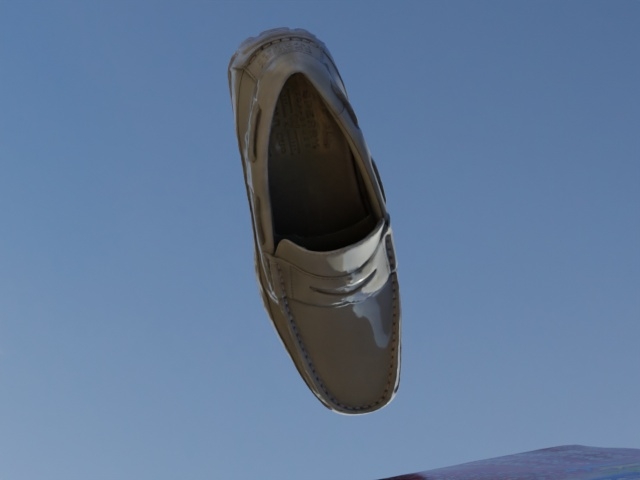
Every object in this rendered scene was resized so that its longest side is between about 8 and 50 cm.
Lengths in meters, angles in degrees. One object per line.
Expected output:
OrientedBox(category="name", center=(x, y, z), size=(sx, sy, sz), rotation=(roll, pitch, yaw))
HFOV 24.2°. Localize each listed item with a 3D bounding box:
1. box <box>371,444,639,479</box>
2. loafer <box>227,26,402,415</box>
OrientedBox(category="box", center=(0.108, 0.123, 0.370), size=(0.257, 0.123, 0.128), rotation=(-9, -95, 59))
OrientedBox(category="loafer", center=(0.000, 0.000, 1.119), size=(0.111, 0.112, 0.319), rotation=(-118, -170, -67))
